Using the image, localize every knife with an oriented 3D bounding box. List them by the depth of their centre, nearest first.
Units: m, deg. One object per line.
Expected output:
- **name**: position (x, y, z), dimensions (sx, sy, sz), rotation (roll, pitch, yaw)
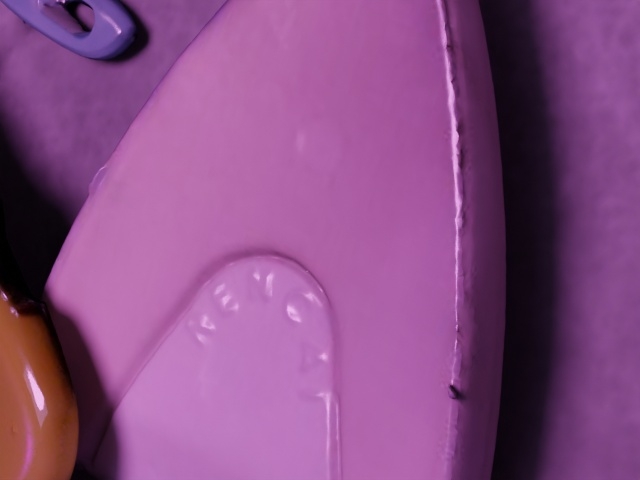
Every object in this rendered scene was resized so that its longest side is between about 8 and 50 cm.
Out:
- **knife**: position (-0.181, -0.153, 0.840), dimensions (0.313, 0.019, 0.044), rotation (39, 107, 33)

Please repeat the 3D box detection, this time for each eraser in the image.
- **eraser**: position (0.001, 0.000, 0.667), dimensions (0.204, 0.059, 0.243), rotation (27, 103, 35)

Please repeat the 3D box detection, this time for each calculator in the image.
- **calculator**: position (-0.160, 0.034, 0.755), dimensions (0.236, 0.033, 0.157), rotation (56, 132, 30)
